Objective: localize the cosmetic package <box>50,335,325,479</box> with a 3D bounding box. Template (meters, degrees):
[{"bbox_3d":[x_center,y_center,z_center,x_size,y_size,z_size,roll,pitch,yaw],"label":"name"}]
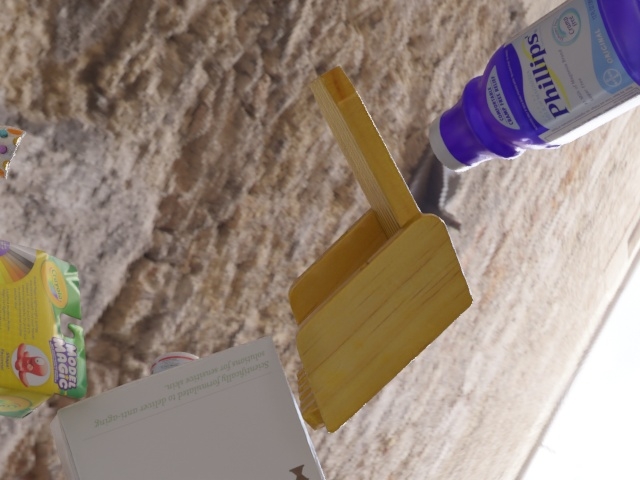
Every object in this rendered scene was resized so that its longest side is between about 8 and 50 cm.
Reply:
[{"bbox_3d":[-0.147,0.210,0.958,0.197,0.365,0.155,-17,-97,-20],"label":"cosmetic package"}]

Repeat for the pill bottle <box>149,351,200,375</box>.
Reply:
[{"bbox_3d":[-0.212,0.252,1.462,0.087,0.087,0.160,-16,-132,14],"label":"pill bottle"}]

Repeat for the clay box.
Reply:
[{"bbox_3d":[-0.277,0.052,0.709,0.053,0.222,0.127,-35,-128,32],"label":"clay box"}]

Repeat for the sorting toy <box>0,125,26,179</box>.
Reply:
[{"bbox_3d":[-0.517,-0.149,1.556,0.075,0.045,0.083,22,-93,-10],"label":"sorting toy"}]

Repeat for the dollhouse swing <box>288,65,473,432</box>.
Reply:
[{"bbox_3d":[0.000,0.000,1.249,0.315,0.347,0.305,-43,-82,2],"label":"dollhouse swing"}]

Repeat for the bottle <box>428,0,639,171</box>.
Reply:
[{"bbox_3d":[0.223,-0.152,0.971,0.283,0.092,0.118,-29,-105,48],"label":"bottle"}]
